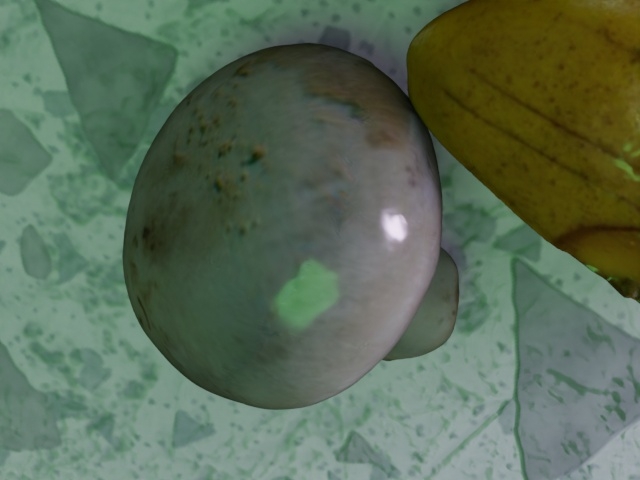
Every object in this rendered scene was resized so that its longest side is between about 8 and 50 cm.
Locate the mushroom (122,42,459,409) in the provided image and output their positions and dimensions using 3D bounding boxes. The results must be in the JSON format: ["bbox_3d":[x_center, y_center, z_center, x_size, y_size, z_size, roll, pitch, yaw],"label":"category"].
[{"bbox_3d":[0.000,0.000,1.102,0.244,0.243,0.243,7,119,13],"label":"mushroom"}]

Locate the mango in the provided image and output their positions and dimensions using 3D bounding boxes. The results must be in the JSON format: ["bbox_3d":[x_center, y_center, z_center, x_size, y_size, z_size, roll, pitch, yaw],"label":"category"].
[{"bbox_3d":[0.217,-0.056,1.016,0.350,0.201,0.199,27,85,10],"label":"mango"}]
